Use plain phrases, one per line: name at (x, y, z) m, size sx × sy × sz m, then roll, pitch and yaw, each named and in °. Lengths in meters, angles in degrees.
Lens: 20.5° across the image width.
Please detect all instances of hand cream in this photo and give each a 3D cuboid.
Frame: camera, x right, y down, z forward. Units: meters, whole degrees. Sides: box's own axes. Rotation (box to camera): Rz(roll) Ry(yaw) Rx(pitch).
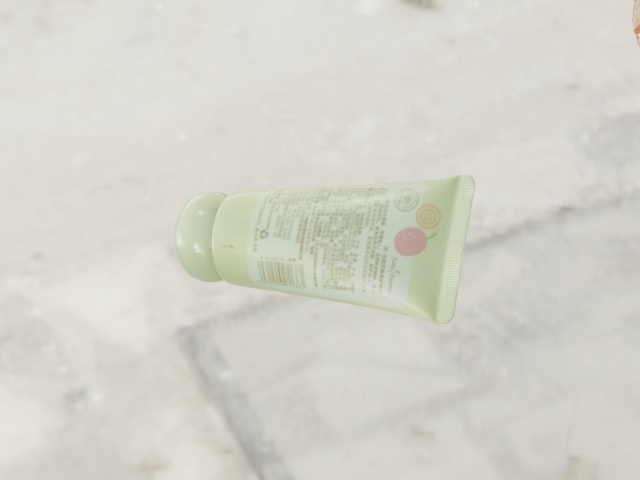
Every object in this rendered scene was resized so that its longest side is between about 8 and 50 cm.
hand cream at (0.000, 0.000, 1.719) m, size 0.306 × 0.093 × 0.147 m, roll 3°, pitch 74°, yaw 30°

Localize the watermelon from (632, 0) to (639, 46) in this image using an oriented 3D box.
watermelon at (0.346, -0.162, 1.499) m, size 0.193 × 0.256 × 0.140 m, roll -16°, pitch 16°, yaw 39°
